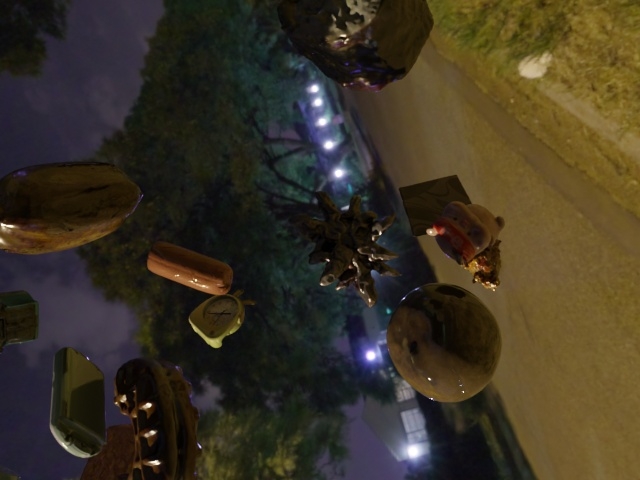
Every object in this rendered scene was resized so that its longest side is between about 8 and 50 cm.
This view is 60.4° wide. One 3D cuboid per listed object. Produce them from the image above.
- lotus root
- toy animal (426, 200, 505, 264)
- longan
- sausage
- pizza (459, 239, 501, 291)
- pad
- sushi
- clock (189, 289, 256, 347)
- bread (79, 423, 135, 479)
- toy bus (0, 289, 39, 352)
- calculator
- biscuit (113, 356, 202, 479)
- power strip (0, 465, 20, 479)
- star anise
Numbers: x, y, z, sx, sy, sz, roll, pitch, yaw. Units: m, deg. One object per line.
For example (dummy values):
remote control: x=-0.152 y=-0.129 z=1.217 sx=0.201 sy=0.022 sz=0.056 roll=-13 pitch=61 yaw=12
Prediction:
lotus root: x=-0.575 y=-0.072 z=1.234 sx=0.179 sy=0.196 sz=0.397 roll=38 pitch=-154 yaw=19
toy animal: x=0.401 y=-0.027 z=1.535 sx=0.197 sy=0.171 sz=0.171 roll=-26 pitch=-80 yaw=-41
longan: x=0.329 y=0.270 z=1.464 sx=0.319 sy=0.318 sz=0.319 roll=-18 pitch=-90 yaw=-83
sausage: x=-0.451 y=0.098 z=1.914 sx=0.121 sy=0.304 sz=0.121 roll=19 pitch=-90 yaw=-84
pizza: x=0.545 y=0.058 z=1.810 sx=0.289 sy=0.081 sz=0.229 roll=-23 pitch=-85 yaw=-53
pad: x=0.393 y=-0.125 z=1.865 sx=0.330 sy=0.219 sz=0.004 roll=-94 pitch=-11 yaw=-56
sushi: x=0.091 y=-0.529 z=1.301 sx=0.294 sy=0.299 sz=0.282 roll=29 pitch=-115 yaw=-59
clock: x=-0.348 y=0.267 z=2.002 sx=0.170 sy=0.232 sz=0.069 roll=34 pitch=153 yaw=35
bread: x=-0.512 y=0.595 z=1.418 sx=0.099 sy=0.210 sz=0.235 roll=51 pitch=-138 yaw=-37
toy bus: x=-0.611 y=0.142 z=0.903 sx=0.109 sy=0.261 sz=0.091 roll=23 pitch=109 yaw=48
calculator: x=-0.498 y=0.328 z=1.139 sx=0.141 sy=0.045 sz=0.246 roll=62 pitch=-179 yaw=-44
biscuit: x=-0.350 y=0.419 z=1.146 sx=0.115 sy=0.268 sz=0.367 roll=8 pitch=-119 yaw=-39
power strip: x=-0.827 y=0.588 z=1.379 sx=0.216 sy=0.137 sz=0.044 roll=-40 pitch=24 yaw=61
star anise: x=0.061 y=0.006 z=1.191 sx=0.129 sy=0.212 sz=0.283 roll=108 pitch=141 yaw=-65
